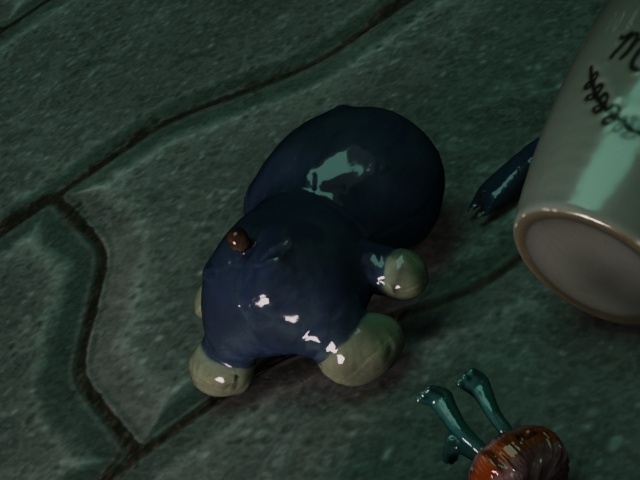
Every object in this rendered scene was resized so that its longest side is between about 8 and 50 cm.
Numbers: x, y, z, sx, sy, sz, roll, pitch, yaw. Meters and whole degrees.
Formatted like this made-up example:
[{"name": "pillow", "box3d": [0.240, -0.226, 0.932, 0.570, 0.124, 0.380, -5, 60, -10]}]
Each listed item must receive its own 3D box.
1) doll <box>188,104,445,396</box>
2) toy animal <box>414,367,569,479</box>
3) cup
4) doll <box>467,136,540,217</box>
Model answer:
[{"name": "doll", "box3d": [0.000, 0.000, 1.558, 0.228, 0.154, 0.258, -10, 29, 36]}, {"name": "toy animal", "box3d": [0.123, 0.174, 1.242, 0.103, 0.100, 0.208, -48, 37, 12]}, {"name": "cup", "box3d": [0.283, -0.052, 1.380, 0.258, 0.186, 0.234, 22, 62, 20]}, {"name": "doll", "box3d": [0.173, -0.060, 1.601, 0.125, 0.027, 0.037, -40, 31, -11]}]
